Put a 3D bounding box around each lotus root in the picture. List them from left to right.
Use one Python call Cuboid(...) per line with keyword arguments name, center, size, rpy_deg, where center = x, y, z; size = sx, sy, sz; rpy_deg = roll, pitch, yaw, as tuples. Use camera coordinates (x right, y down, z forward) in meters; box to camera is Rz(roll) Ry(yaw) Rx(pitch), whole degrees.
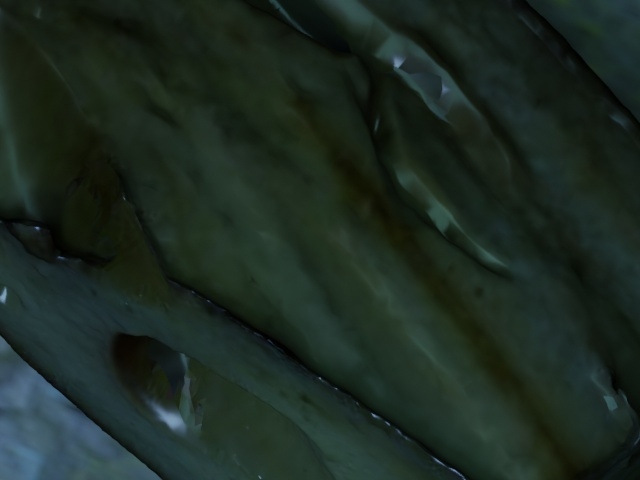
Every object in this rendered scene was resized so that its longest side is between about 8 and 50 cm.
Cuboid(name="lotus root", center=(-0.003, 0.003, 0.662), size=(0.314, 0.142, 0.210), rpy_deg=(46, 67, 6))
